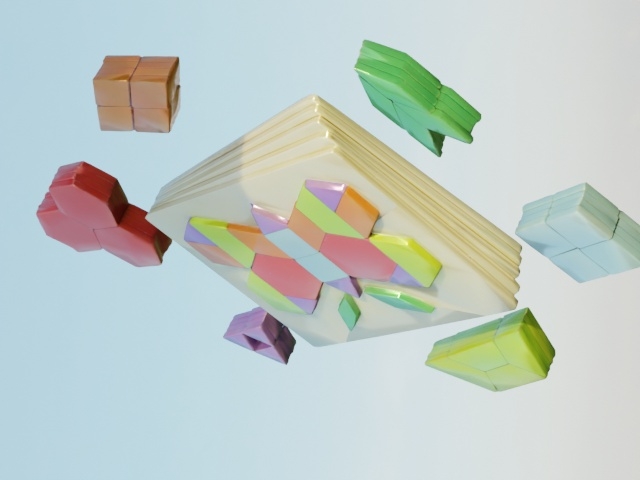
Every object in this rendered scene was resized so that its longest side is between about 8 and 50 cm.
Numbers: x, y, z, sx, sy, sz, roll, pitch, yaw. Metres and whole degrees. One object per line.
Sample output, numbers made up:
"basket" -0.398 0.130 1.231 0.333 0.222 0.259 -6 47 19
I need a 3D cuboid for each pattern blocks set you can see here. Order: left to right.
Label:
"pattern blocks set" 0.000 0.000 0.804 0.325 0.285 0.026 -38 24 59
